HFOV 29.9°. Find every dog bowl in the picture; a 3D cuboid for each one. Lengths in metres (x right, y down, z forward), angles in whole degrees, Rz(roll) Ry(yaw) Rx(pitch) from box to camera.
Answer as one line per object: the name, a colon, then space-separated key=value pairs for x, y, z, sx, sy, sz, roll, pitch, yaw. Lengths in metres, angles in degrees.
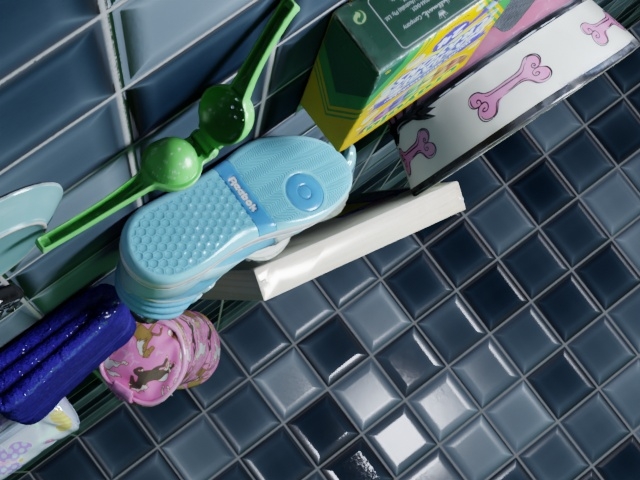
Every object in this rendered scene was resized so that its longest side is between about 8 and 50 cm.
dog bowl: x=0.271 y=-0.239 z=1.826 sx=0.408 sy=0.150 sz=0.408 roll=-34 pitch=180 yaw=0

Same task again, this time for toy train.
toy train: x=-0.352 y=0.076 z=1.189 sx=0.036 sy=0.027 sz=0.158 roll=-44 pitch=173 yaw=32

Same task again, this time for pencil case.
pencil case: x=-0.507 y=0.320 z=1.865 sx=0.273 sy=0.113 sz=0.124 roll=-36 pitch=-171 yaw=-3
pencil case: x=-0.287 y=0.209 z=2.191 sx=0.160 sy=0.167 sz=0.386 roll=-5 pitch=176 yaw=3

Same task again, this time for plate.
plate: x=-0.296 y=0.015 z=1.038 sx=0.188 sy=0.024 sz=0.188 roll=-38 pitch=175 yaw=-4

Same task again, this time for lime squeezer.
lime squeezer: x=-0.118 y=-0.088 z=1.076 sx=0.310 sy=0.059 sz=0.110 roll=-42 pitch=-178 yaw=8

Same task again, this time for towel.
towel: x=-0.362 y=0.156 z=1.668 sx=0.227 sy=0.076 sz=0.308 roll=-43 pitch=176 yaw=-13

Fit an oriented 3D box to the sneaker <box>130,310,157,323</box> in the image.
sneaker: x=-0.262 y=0.094 z=1.827 sx=0.084 sy=0.058 sz=0.152 roll=-46 pitch=-179 yaw=5

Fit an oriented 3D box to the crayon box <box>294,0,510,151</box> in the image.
crayon box: x=0.091 y=-0.212 z=1.332 sx=0.203 sy=0.083 sz=0.323 roll=-36 pitch=176 yaw=-14

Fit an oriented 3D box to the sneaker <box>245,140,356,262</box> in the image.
sneaker: x=-0.050 y=-0.073 z=1.696 sx=0.283 sy=0.110 sz=0.122 roll=-36 pitch=158 yaw=-46

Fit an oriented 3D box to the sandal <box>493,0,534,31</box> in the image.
sandal: x=0.227 y=-0.318 z=1.544 sx=0.097 sy=0.054 sz=0.254 roll=-51 pitch=166 yaw=28

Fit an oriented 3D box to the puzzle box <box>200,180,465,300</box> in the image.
puzzle box: x=0.000 y=0.000 z=1.931 sx=0.409 sy=0.052 sz=0.272 roll=-23 pitch=-170 yaw=-30

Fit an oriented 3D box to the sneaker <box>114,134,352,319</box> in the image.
sneaker: x=-0.121 y=-0.012 z=1.479 sx=0.319 sy=0.127 sz=0.208 roll=-24 pitch=167 yaw=-28
